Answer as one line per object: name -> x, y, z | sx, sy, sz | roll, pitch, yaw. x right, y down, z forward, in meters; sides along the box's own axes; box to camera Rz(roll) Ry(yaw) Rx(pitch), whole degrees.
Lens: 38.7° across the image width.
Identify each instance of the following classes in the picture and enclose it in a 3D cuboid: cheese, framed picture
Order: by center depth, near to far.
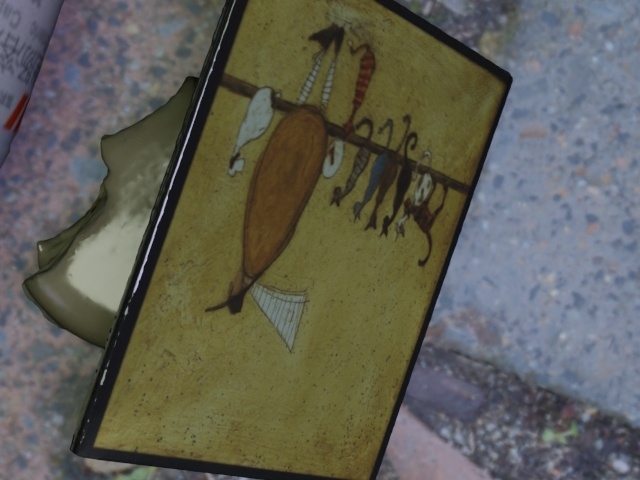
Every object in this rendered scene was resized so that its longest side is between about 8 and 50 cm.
framed picture -> 0.000, 0.000, 0.616 | 0.255, 0.014, 0.338 | 20, 89, -39
cheese -> -0.109, -0.002, 0.645 | 0.202, 0.091, 0.175 | -35, 90, -3

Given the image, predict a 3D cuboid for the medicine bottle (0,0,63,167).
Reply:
medicine bottle -> -0.312, -0.100, 0.550 | 0.256, 0.256, 0.324 | 19, 88, -3
